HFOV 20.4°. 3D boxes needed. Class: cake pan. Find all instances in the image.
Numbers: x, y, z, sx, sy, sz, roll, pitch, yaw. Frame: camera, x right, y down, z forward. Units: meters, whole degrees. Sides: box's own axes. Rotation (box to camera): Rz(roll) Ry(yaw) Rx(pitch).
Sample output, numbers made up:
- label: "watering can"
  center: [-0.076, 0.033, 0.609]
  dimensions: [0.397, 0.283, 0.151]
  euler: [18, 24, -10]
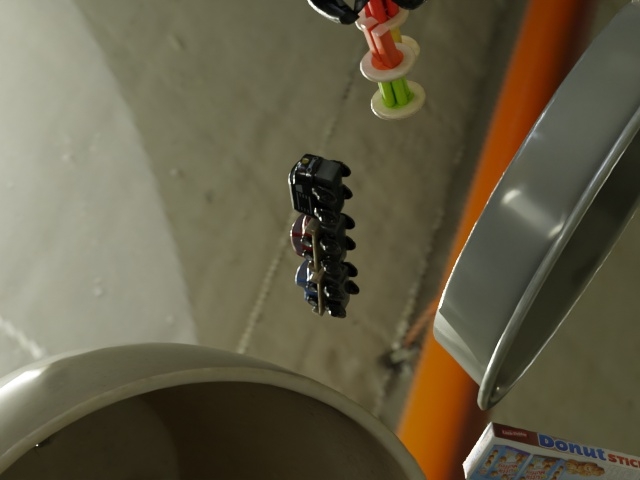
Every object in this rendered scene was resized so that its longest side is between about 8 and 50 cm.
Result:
- label: "cake pan"
  center: [0.160, -0.030, 1.106]
  dimensions: [0.054, 0.293, 0.293]
  euler: [32, -141, 13]

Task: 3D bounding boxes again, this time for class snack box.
- label: "snack box"
  center: [0.227, 0.214, 1.647]
  dimensions: [0.178, 0.064, 0.022]
  euler: [15, -140, -16]

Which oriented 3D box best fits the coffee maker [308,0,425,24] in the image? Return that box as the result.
- label: "coffee maker"
  center: [-0.005, -0.255, 1.323]
  dimensions: [0.120, 0.178, 0.171]
  euler: [-43, -62, -19]

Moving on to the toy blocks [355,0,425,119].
- label: "toy blocks"
  center: [0.055, -0.205, 1.658]
  dimensions: [0.123, 0.054, 0.148]
  euler: [-94, -12, -45]

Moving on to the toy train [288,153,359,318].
- label: "toy train"
  center: [0.000, 0.000, 1.014]
  dimensions: [0.036, 0.158, 0.027]
  euler: [20, -118, 15]

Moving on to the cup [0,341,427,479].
- label: "cup"
  center: [-0.124, 0.193, 1.048]
  dimensions: [0.331, 0.237, 0.331]
  euler: [-9, -70, -25]
